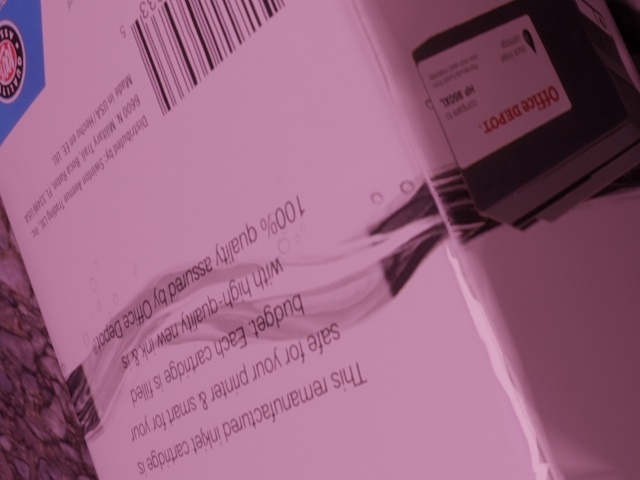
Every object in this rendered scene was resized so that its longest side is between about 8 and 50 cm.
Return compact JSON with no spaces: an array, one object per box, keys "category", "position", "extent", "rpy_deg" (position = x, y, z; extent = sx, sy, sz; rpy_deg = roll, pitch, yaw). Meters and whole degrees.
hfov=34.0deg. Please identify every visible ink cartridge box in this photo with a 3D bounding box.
[{"category":"ink cartridge box","position":[0.000,0.000,0.483],"extent":[0.285,0.166,0.395],"rpy_deg":[-32,76,47]}]
